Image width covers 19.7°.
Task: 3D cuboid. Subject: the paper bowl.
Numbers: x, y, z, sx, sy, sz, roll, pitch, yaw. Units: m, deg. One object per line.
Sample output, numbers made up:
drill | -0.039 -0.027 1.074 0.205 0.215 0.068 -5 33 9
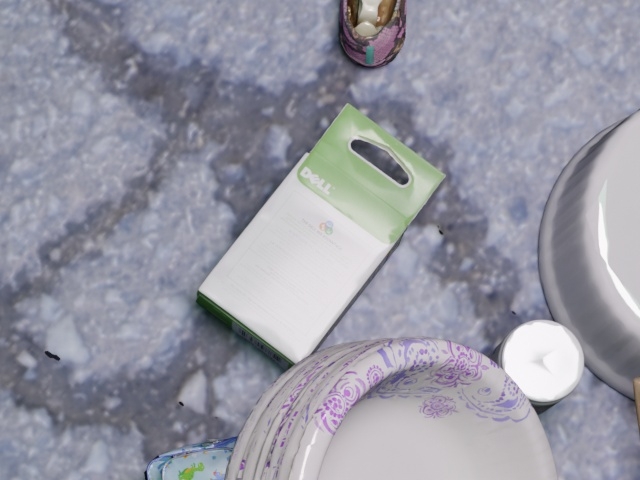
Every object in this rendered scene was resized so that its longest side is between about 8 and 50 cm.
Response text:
paper bowl | 0.043 0.219 1.444 0.284 0.148 0.284 6 81 -40

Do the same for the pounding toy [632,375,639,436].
pounding toy | 0.281 0.183 1.426 0.155 0.269 0.154 35 49 13

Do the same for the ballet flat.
ballet flat | 0.051 -0.264 1.622 0.077 0.079 0.222 4 77 -2

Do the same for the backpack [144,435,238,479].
backpack | -0.077 0.211 1.507 0.114 0.084 0.105 -16 81 -10

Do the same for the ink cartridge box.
ink cartridge box | 0.000 0.000 1.569 0.109 0.062 0.209 37 78 5

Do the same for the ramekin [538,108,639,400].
ramekin | 0.331 0.002 1.553 0.277 0.135 0.277 1 77 -3

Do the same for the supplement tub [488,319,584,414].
supplement tub | 0.176 0.107 1.533 0.071 0.107 0.071 1 77 -4
